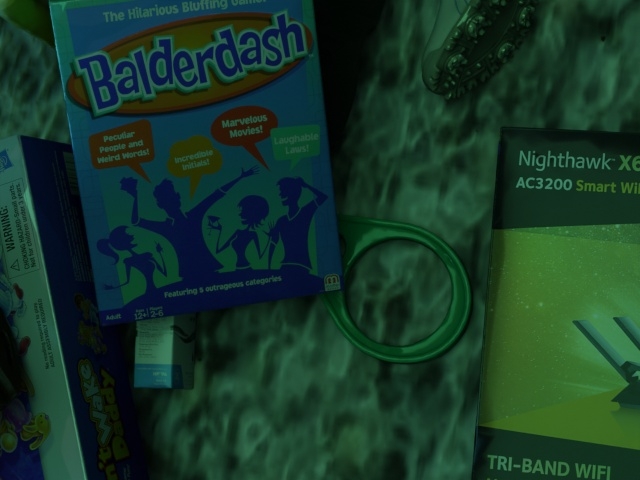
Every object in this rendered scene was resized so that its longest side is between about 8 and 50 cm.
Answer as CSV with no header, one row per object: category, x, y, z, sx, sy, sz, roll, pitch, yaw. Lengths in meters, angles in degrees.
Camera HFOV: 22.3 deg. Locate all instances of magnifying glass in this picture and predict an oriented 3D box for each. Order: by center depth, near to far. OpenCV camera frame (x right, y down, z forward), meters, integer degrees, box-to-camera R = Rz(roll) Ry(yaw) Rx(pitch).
magnifying glass,0.000,0.000,1.098,0.231,0.026,0.092,34,91,12

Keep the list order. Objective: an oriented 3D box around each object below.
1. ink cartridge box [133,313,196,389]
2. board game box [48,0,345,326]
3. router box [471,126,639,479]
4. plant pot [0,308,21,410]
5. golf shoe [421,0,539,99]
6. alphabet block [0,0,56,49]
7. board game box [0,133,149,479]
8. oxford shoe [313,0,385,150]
ink cartridge box,-0.104,0.058,1.099,0.028,0.048,0.083,0,85,13
board game box,-0.075,-0.061,1.020,0.160,0.047,0.210,-9,108,-5
router box,0.256,0.061,1.003,0.309,0.081,0.243,3,84,13
plant pot,-0.282,0.084,0.984,0.165,0.167,0.167,-29,78,11
golf shoe,0.105,-0.179,1.083,0.086,0.069,0.176,30,88,34
alphabet block,-0.196,-0.253,1.082,0.197,0.193,0.192,35,94,14
board game box,-0.241,0.130,1.085,0.233,0.078,0.347,-17,80,22
oxford shoe,-0.020,-0.115,1.093,0.076,0.076,0.212,18,81,58
